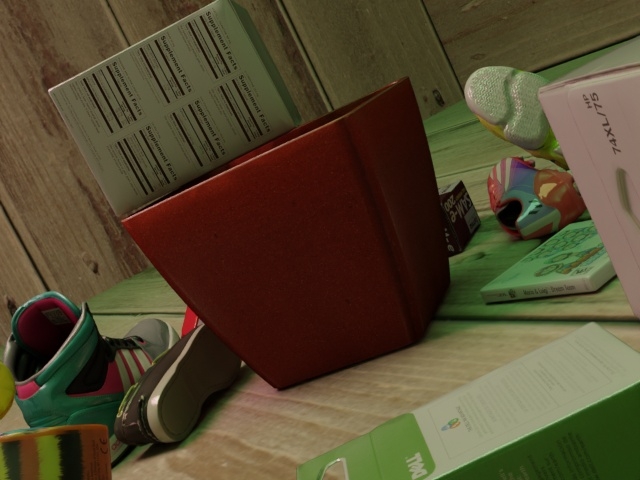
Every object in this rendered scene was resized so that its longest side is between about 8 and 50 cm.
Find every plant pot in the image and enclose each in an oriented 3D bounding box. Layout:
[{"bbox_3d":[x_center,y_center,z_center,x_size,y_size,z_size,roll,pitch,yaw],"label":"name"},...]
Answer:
[{"bbox_3d":[0.000,0.000,0.991,0.267,0.236,0.267,-22,10,23],"label":"plant pot"}]

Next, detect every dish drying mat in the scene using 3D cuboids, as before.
[{"bbox_3d":[-0.182,0.099,1.315,0.032,0.008,0.083,-22,46,38],"label":"dish drying mat"}]

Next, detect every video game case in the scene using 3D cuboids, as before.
[{"bbox_3d":[0.254,0.013,0.896,0.157,0.019,0.143,-31,10,-32],"label":"video game case"}]

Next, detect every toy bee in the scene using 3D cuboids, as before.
[{"bbox_3d":[-0.260,0.209,0.684,0.162,0.195,0.298,0,-43,-26],"label":"toy bee"}]

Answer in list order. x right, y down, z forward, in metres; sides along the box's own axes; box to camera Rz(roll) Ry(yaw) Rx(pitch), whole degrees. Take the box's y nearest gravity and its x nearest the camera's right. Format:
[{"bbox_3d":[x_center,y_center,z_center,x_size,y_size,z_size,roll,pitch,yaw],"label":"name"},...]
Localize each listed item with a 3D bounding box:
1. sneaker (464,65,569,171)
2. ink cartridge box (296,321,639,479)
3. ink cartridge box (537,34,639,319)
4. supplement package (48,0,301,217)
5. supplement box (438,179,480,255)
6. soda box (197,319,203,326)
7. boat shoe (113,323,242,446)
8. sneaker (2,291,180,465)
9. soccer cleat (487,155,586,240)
[{"bbox_3d":[0.285,-0.132,1.151,0.091,0.240,0.126,-60,-6,-6],"label":"sneaker"},{"bbox_3d":[0.092,0.128,0.522,0.209,0.062,0.109,-26,8,2],"label":"ink cartridge box"},{"bbox_3d":[0.335,-0.081,0.621,0.270,0.198,0.197,-29,9,-12],"label":"ink cartridge box"},{"bbox_3d":[-0.144,-0.145,0.991,0.203,0.149,0.194,-27,8,5],"label":"supplement package"},{"bbox_3d":[0.089,0.003,1.270,0.239,0.073,0.130,-21,9,25],"label":"supplement box"},{"bbox_3d":[-0.104,0.072,1.416,0.069,0.074,0.216,-18,12,42],"label":"soda box"},{"bbox_3d":[-0.156,0.154,1.037,0.068,0.081,0.228,-18,13,23],"label":"boat shoe"},{"bbox_3d":[-0.272,0.128,1.075,0.124,0.178,0.295,-23,18,17],"label":"sneaker"},{"bbox_3d":[0.242,-0.049,1.131,0.095,0.083,0.248,-31,11,-4],"label":"soccer cleat"}]
